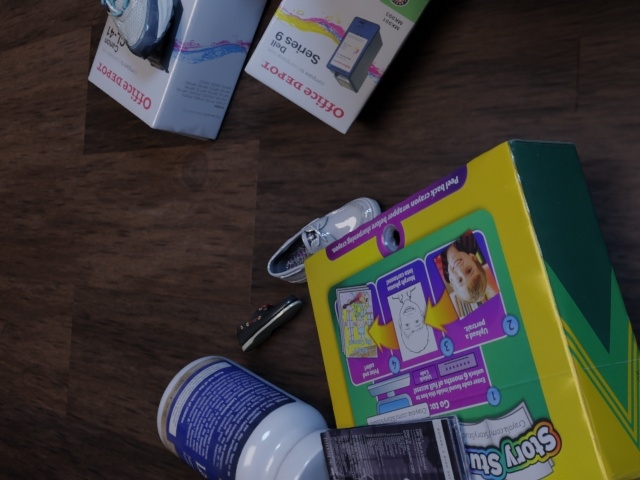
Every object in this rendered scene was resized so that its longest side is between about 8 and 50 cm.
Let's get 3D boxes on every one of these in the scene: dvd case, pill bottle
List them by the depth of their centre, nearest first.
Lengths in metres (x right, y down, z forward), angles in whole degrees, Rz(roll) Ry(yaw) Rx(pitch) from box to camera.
[{"bbox_3d":[0.083,0.273,0.834,0.221,0.018,0.165,-25,75,53],"label":"dvd case"},{"bbox_3d":[-0.083,0.265,1.053,0.264,0.153,0.153,20,100,43],"label":"pill bottle"}]

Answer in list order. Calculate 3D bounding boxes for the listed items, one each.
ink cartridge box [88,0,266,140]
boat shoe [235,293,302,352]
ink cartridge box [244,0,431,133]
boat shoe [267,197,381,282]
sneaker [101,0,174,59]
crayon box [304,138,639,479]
[{"bbox_3d":[-0.216,-0.341,1.239,0.226,0.131,0.306,37,110,38],"label":"ink cartridge box"},{"bbox_3d":[-0.076,0.111,1.129,0.133,0.049,0.042,-42,68,38],"label":"boat shoe"},{"bbox_3d":[0.027,-0.264,0.987,0.154,0.093,0.212,33,116,-3],"label":"ink cartridge box"},{"bbox_3d":[0.000,0.000,1.056,0.184,0.063,0.066,-30,67,38],"label":"boat shoe"},{"bbox_3d":[-0.305,-0.381,1.152,0.110,0.122,0.283,-39,61,34],"label":"sneaker"},{"bbox_3d":[0.144,0.112,0.844,0.363,0.106,0.313,-31,67,51],"label":"crayon box"}]
